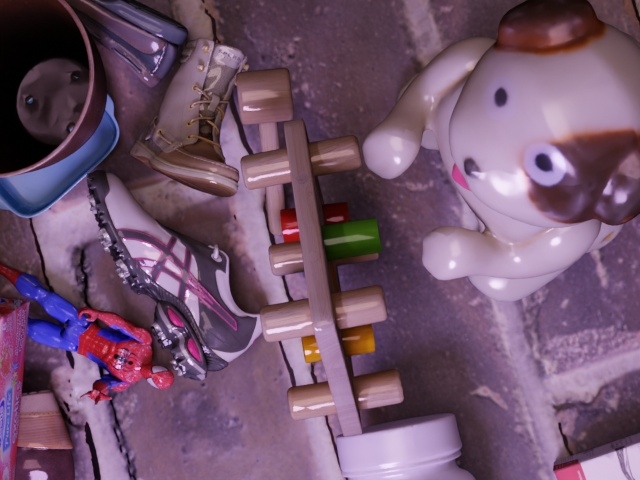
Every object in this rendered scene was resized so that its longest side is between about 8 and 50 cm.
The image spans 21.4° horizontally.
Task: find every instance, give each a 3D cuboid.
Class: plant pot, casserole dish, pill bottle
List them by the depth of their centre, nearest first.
[{"bbox_3d":[0.105,0.342,1.866,0.161,0.161,0.283,-11,87,8],"label":"pill bottle"},{"bbox_3d":[-0.320,-0.168,1.870,0.215,0.230,0.215,0,88,10],"label":"plant pot"},{"bbox_3d":[-0.317,-0.110,2.002,0.188,0.037,0.114,-42,84,6],"label":"casserole dish"}]

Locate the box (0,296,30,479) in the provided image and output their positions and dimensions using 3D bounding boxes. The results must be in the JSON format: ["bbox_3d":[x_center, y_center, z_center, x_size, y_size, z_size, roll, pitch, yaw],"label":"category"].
[{"bbox_3d":[-0.406,0.189,1.872,0.128,0.122,0.257,7,98,3],"label":"box"}]

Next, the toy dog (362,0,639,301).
[{"bbox_3d":[0.248,-0.100,1.733,0.395,0.408,0.284,-17,87,8],"label":"toy dog"}]

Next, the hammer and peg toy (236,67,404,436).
[{"bbox_3d":[0.000,0.000,1.802,0.127,0.266,0.361,-10,57,3],"label":"hammer and peg toy"}]

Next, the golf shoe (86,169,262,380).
[{"bbox_3d":[-0.174,0.026,1.959,0.120,0.105,0.273,-32,90,-10],"label":"golf shoe"}]

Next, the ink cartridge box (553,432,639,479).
[{"bbox_3d":[0.329,0.253,1.867,0.135,0.099,0.056,-20,86,8],"label":"ink cartridge box"}]

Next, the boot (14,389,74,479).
[{"bbox_3d":[-0.407,0.291,1.975,0.248,0.090,0.207,-8,85,4],"label":"boot"}]

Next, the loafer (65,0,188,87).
[{"bbox_3d":[-0.287,-0.266,1.974,0.267,0.096,0.084,26,100,10],"label":"loafer"}]

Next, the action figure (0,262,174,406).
[{"bbox_3d":[-0.300,0.104,1.948,0.280,0.139,0.091,26,93,6],"label":"action figure"}]

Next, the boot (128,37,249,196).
[{"bbox_3d":[-0.128,-0.142,1.906,0.077,0.213,0.165,27,90,-31],"label":"boot"}]
